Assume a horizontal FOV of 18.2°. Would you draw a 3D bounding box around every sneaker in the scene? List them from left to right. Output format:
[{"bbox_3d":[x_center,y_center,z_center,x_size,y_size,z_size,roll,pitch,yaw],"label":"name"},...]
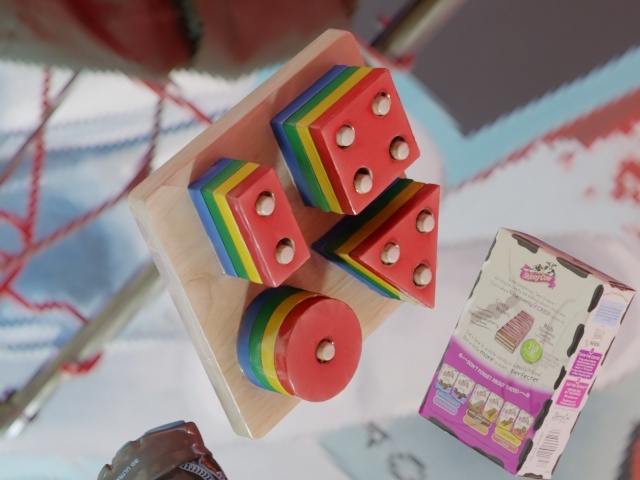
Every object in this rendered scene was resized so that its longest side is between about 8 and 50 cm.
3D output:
[{"bbox_3d":[-0.193,0.320,1.835,0.125,0.139,0.341,-9,144,-51],"label":"sneaker"}]

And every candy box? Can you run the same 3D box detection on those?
[{"bbox_3d":[0.224,0.123,2.187,0.159,0.071,0.233,31,-78,40],"label":"candy box"}]

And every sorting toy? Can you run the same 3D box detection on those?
[{"bbox_3d":[0.000,0.000,1.663,0.089,0.255,0.257,12,-135,44],"label":"sorting toy"}]
